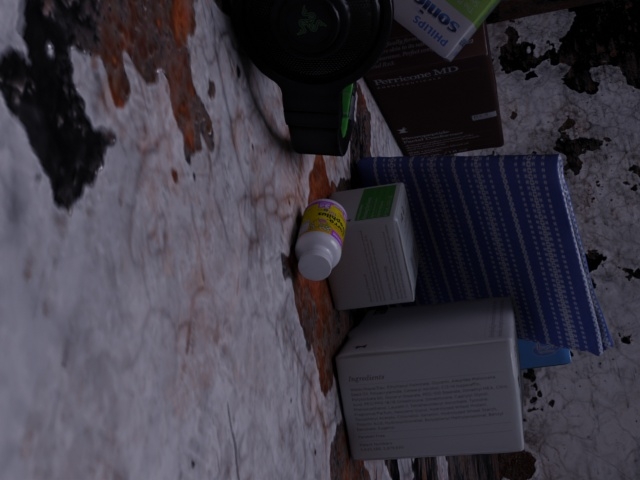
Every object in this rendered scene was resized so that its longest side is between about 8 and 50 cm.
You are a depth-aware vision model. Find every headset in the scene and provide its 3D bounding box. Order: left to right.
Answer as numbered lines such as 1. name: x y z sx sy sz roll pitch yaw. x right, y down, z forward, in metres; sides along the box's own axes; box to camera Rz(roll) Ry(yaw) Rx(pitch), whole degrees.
1. headset: -0.023 -0.249 0.720 0.394 0.185 0.243 88 8 -53

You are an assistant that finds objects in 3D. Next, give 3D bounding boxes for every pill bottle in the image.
1. pill bottle: 0.000 0.000 0.767 0.083 0.043 0.043 -79 156 -53

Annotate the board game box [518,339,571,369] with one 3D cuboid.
1. board game box: 0.240 0.139 1.224 0.316 0.242 0.064 -9 90 -76

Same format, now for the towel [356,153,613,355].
1. towel: 0.185 0.006 0.998 0.040 0.336 0.243 -32 111 -29

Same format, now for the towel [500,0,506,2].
1. towel: 0.213 -0.561 1.436 0.056 0.324 0.312 -29 115 -35

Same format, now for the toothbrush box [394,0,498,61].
1. toothbrush box: 0.184 -0.417 1.106 0.206 0.283 0.122 40 15 4

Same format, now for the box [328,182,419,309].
1. box: 0.054 0.005 0.885 0.101 0.087 0.102 -69 148 -62

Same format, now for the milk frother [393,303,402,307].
1. milk frother: 0.161 0.019 1.193 0.129 0.134 0.143 -8 87 -45

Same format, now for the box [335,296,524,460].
1. box: 0.127 0.146 0.902 0.181 0.181 0.119 -37 119 -73

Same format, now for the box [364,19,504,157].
1. box: 0.201 -0.270 1.396 0.381 0.191 0.143 44 40 -67
